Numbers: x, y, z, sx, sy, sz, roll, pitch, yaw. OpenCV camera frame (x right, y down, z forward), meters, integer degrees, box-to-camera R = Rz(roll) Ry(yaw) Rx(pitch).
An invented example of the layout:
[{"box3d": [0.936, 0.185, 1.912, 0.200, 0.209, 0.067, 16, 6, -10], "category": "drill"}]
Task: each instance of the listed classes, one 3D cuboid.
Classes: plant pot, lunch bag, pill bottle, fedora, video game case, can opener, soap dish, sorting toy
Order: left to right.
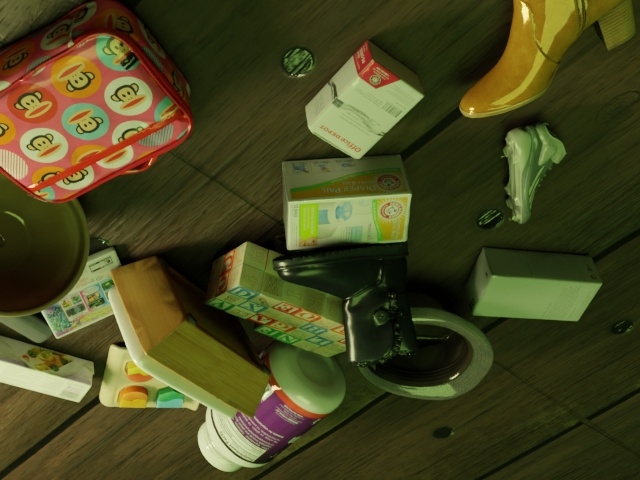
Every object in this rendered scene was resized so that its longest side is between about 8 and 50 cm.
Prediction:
[{"box3d": [-0.564, 0.083, 1.432, 0.093, 0.074, 0.280, -26, 133, 16], "category": "can opener"}, {"box3d": [-0.496, 0.000, 1.305, 0.237, 0.237, 0.110, 28, 164, -32], "category": "plant pot"}, {"box3d": [-0.420, 0.094, 1.472, 0.157, 0.019, 0.143, -25, 137, -15], "category": "video game case"}, {"box3d": [-0.337, -0.181, 1.192, 0.293, 0.120, 0.258, -25, 137, 13], "category": "lunch bag"}, {"box3d": [-0.338, 0.290, 1.699, 0.208, 0.038, 0.193, 8, 132, -17], "category": "sorting toy"}, {"box3d": [-0.227, 0.170, 1.470, 0.118, 0.229, 0.291, -42, 134, 5], "category": "soap dish"}, {"box3d": [-0.109, 0.339, 1.687, 0.181, 0.181, 0.323, 26, 125, -30], "category": "pill bottle"}, {"box3d": [0.193, 0.192, 1.635, 0.275, 0.124, 0.244, 14, 129, -13], "category": "fedora"}]

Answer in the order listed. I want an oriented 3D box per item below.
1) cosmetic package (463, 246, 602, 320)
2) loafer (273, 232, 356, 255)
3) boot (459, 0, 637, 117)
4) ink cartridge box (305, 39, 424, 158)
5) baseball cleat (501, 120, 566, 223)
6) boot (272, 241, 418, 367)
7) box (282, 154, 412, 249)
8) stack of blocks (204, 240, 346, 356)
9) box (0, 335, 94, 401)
[{"box3d": [0.408, 0.086, 1.600, 0.231, 0.085, 0.117, 6, 132, -13], "category": "cosmetic package"}, {"box3d": [0.000, 0.000, 1.461, 0.170, 0.062, 0.061, -17, 131, 6], "category": "loafer"}, {"box3d": [0.297, -0.323, 1.181, 0.295, 0.104, 0.211, -29, 127, 11], "category": "boot"}, {"box3d": [0.064, -0.211, 1.262, 0.109, 0.063, 0.150, 28, 124, -32], "category": "ink cartridge box"}, {"box3d": [0.367, -0.112, 1.408, 0.109, 0.072, 0.206, -18, 138, -1], "category": "baseball cleat"}, {"box3d": [0.047, 0.113, 1.395, 0.246, 0.094, 0.207, -6, 94, -20], "category": "boot"}, {"box3d": [0.041, -0.064, 1.374, 0.203, 0.103, 0.114, -4, 135, -6], "category": "box"}, {"box3d": [-0.054, 0.113, 1.499, 0.297, 0.087, 0.171, 23, 150, -27], "category": "stack of blocks"}, {"box3d": [-0.595, 0.229, 1.576, 0.324, 0.063, 0.067, 22, 125, -28], "category": "box"}]
